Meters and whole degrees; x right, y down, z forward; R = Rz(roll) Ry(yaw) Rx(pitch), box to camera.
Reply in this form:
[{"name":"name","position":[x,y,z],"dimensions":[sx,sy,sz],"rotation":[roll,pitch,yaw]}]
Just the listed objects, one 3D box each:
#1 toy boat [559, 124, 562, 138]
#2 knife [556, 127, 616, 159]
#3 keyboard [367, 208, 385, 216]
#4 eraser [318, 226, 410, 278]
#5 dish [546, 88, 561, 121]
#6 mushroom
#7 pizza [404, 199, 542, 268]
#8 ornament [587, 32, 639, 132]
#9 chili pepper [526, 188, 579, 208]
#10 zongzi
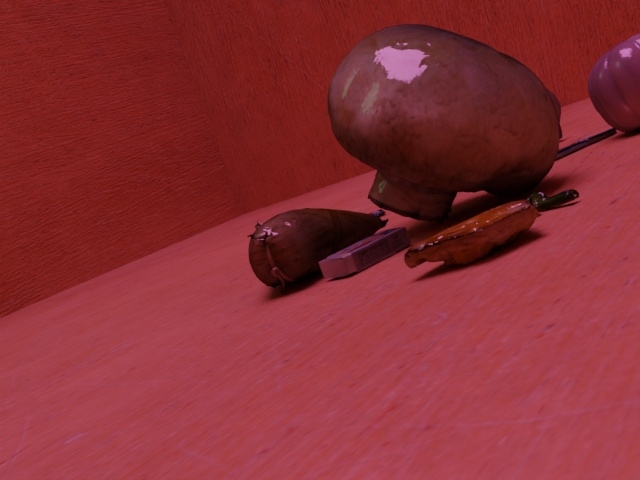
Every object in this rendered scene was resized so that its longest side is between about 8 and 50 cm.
[{"name":"toy boat","position":[0.391,-0.213,1.788],"dimensions":[0.260,0.078,0.085],"rotation":[-16,-7,24]},{"name":"knife","position":[0.465,-0.172,1.470],"dimensions":[0.210,0.015,0.028],"rotation":[-23,1,-26]},{"name":"keyboard","position":[0.051,-0.030,1.594],"dimensions":[0.155,0.010,0.053],"rotation":[-20,7,-1]},{"name":"eraser","position":[0.058,0.015,1.061],"dimensions":[0.122,0.029,0.052],"rotation":[-25,8,-39]},{"name":"dish","position":[0.310,-0.185,1.547],"dimensions":[0.273,0.134,0.273],"rotation":[7,-21,3]},{"name":"mushroom","position":[0.171,-0.164,1.179],"dimensions":[0.352,0.260,0.352],"rotation":[16,14,-4]},{"name":"pizza","position":[0.165,-0.005,0.846],"dimensions":[0.160,0.036,0.099],"rotation":[-24,6,-25]},{"name":"ornament","position":[0.552,-0.263,1.398],"dimensions":[0.177,0.177,0.177],"rotation":[-20,6,2]},{"name":"chili pepper","position":[0.268,-0.047,0.972],"dimensions":[0.027,0.022,0.083],"rotation":[-58,21,-18]},{"name":"zongzi","position":[0.000,0.000,1.127],"dimensions":[0.197,0.099,0.194],"rotation":[-13,6,4]}]
